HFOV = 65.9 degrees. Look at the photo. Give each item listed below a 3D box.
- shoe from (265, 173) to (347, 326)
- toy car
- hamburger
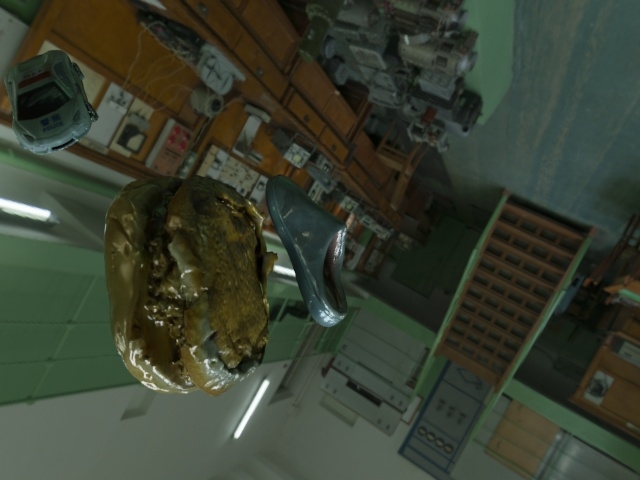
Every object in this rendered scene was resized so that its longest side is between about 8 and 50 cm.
[{"bbox_3d":[0.000,0.000,0.576,0.079,0.078,0.195,29,-140,-62],"label":"shoe"},{"bbox_3d":[-0.349,-0.183,0.631,0.205,0.095,0.056,55,167,39],"label":"toy car"},{"bbox_3d":[-0.166,0.061,0.685,0.158,0.319,0.318,-7,171,15],"label":"hamburger"}]
